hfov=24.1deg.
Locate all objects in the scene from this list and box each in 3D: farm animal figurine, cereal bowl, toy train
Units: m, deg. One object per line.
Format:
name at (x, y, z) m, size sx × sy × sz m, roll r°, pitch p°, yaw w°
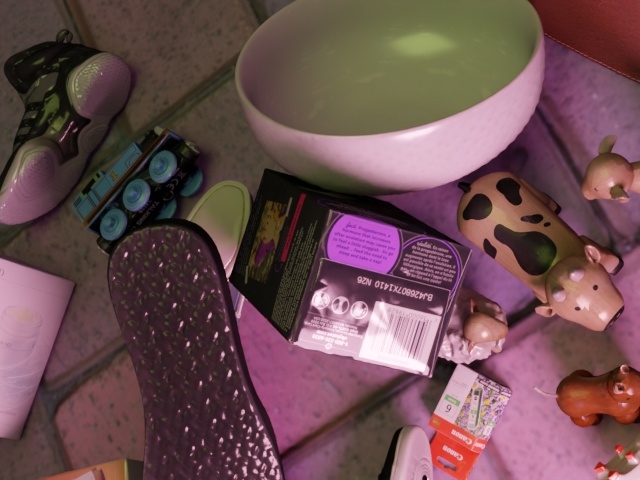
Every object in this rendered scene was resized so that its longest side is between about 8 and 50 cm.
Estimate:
farm animal figurine at (0.268, 0.011, 1.529) m, size 0.327 × 0.172 × 0.330 m, roll 24°, pitch 90°, yaw 33°
cereal bowl at (0.081, -0.157, 1.655) m, size 0.339 × 0.141 × 0.339 m, roll -7°, pitch 38°, yaw 5°
toy train at (-0.230, -0.067, 1.904) m, size 0.184 × 0.080 × 0.105 m, roll -49°, pitch 53°, yaw 11°

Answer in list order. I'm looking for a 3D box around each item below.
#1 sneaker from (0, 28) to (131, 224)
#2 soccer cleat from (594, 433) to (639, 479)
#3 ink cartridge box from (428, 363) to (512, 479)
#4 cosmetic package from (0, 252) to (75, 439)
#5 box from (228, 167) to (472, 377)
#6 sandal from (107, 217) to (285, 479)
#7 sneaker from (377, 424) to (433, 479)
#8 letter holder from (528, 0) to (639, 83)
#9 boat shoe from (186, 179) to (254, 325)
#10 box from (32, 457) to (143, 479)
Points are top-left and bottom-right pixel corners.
sneaker at (-0.376, -0.156, 2.004) m, size 0.153 × 0.101 × 0.268 m, roll 35°, pitch 90°, yaw 33°
soccer cleat at (0.360, 0.200, 1.495) m, size 0.196 × 0.076 × 0.068 m, roll -42°, pitch 18°, yaw -2°
ink cartridge box at (0.154, 0.199, 1.630) m, size 0.063 × 0.029 × 0.115 m, roll 28°, pitch 91°, yaw 33°
cosmetic package at (-0.460, 0.116, 1.901) m, size 0.138 × 0.224 × 0.224 m, roll 16°, pitch 85°, yaw 33°
box at (0.024, 0.028, 1.591) m, size 0.270 × 0.165 × 0.143 m, roll -142°, pitch 69°, yaw -71°
sandal at (-0.131, 0.190, 1.722) m, size 0.168 × 0.107 × 0.445 m, roll -7°, pitch 98°, yaw 8°
sneaker at (0.050, 0.306, 1.630) m, size 0.121 × 0.079 × 0.217 m, roll 0°, pitch 80°, yaw 30°
letter holder at (0.356, -0.292, 1.592) m, size 0.302 × 0.214 × 0.152 m, roll 32°, pitch 62°, yaw 34°
boat shoe at (-0.125, 0.056, 1.806) m, size 0.095 × 0.079 × 0.254 m, roll 8°, pitch 83°, yaw 30°
box at (-0.271, 0.345, 1.806) m, size 0.170 × 0.091 × 0.130 m, roll -17°, pitch 69°, yaw 26°
